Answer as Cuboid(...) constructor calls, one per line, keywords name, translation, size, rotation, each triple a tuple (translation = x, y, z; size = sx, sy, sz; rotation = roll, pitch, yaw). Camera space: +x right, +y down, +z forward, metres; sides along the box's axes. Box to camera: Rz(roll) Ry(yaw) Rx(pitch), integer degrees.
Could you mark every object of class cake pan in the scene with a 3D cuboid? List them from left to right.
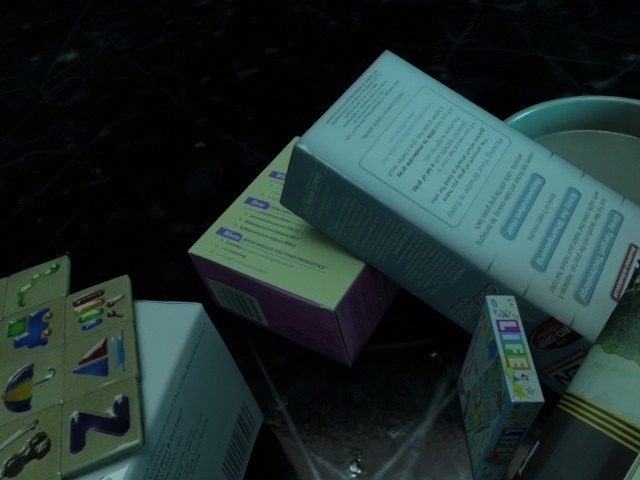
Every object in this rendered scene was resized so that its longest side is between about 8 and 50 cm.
Cuboid(name="cake pan", translation=(0.367, -0.094, 0.750), size=(0.294, 0.054, 0.293), rotation=(-8, 45, 8))

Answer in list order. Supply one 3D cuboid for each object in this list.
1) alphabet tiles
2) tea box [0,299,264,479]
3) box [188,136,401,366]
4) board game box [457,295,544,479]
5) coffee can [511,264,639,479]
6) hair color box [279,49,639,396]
Cuboid(name="alphabet tiles", translation=(-0.304, 0.145, 0.421), size=(0.343, 0.011, 0.285), rotation=(-21, 44, -6))
Cuboid(name="tea box", translation=(-0.264, 0.240, 0.481), size=(0.324, 0.219, 0.328), rotation=(1, 46, 16))
Cuboid(name="box", translation=(0.000, 0.000, 0.716), size=(0.214, 0.117, 0.243), rotation=(18, 55, 29))
Cuboid(name="board game box", translation=(0.158, 0.138, 0.509), size=(0.026, 0.154, 0.103), rotation=(0, 46, 1))
Cuboid(name="coffee can", translation=(0.262, 0.147, 0.369), size=(0.202, 0.201, 0.275), rotation=(30, 86, 36))
Cuboid(name="hair color box", translation=(0.165, -0.022, 0.586), size=(0.375, 0.113, 0.185), rotation=(34, 59, 8))
